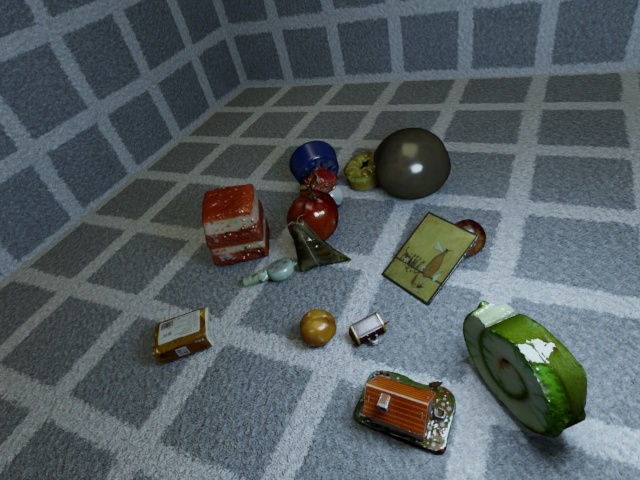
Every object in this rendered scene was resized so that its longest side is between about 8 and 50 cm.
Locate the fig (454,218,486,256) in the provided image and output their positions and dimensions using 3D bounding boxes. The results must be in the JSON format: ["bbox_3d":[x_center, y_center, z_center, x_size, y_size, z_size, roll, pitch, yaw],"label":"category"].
[{"bbox_3d":[0.603,-0.028,1.732,0.149,0.148,0.202,-32,42,36],"label":"fig"}]

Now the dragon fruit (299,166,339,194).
[{"bbox_3d":[-0.013,-0.282,2.048,0.208,0.150,0.133,-25,35,10],"label":"dragon fruit"}]

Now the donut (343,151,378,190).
[{"bbox_3d":[0.246,-0.381,2.279,0.209,0.128,0.261,20,51,37],"label":"donut"}]

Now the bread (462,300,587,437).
[{"bbox_3d":[0.553,0.336,1.157,0.129,0.366,0.381,-24,65,-8],"label":"bread"}]

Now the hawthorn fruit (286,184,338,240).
[{"bbox_3d":[-0.044,-0.135,1.954,0.254,0.300,0.254,-7,41,6],"label":"hawthorn fruit"}]

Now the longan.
[{"bbox_3d":[0.444,-0.381,2.050,0.405,0.336,0.404,-6,41,6],"label":"longan"}]

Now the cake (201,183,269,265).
[{"bbox_3d":[-0.406,-0.074,1.985,0.270,0.319,0.270,-12,39,2],"label":"cake"}]

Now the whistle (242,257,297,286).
[{"bbox_3d":[-0.224,0.150,1.869,0.258,0.067,0.126,-20,27,2],"label":"whistle"}]

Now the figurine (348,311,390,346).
[{"bbox_3d":[0.189,0.330,1.520,0.154,0.082,0.098,-23,54,-10],"label":"figurine"}]

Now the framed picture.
[{"bbox_3d":[0.435,0.063,1.680,0.338,0.014,0.255,-52,47,-3],"label":"framed picture"}]

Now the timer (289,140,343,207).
[{"bbox_3d":[0.006,-0.318,2.226,0.271,0.270,0.383,-19,54,-4],"label":"timer"}]

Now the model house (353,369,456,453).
[{"bbox_3d":[0.251,0.476,1.265,0.294,0.154,0.207,9,47,28],"label":"model house"}]

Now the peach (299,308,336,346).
[{"bbox_3d":[-0.007,0.321,1.548,0.138,0.138,0.138,-9,40,8],"label":"peach"}]

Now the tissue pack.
[{"bbox_3d":[-0.552,0.381,1.685,0.226,0.092,0.183,-17,40,-4],"label":"tissue pack"}]

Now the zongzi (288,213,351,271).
[{"bbox_3d":[0.000,0.000,1.835,0.241,0.247,0.111,-10,24,4],"label":"zongzi"}]
